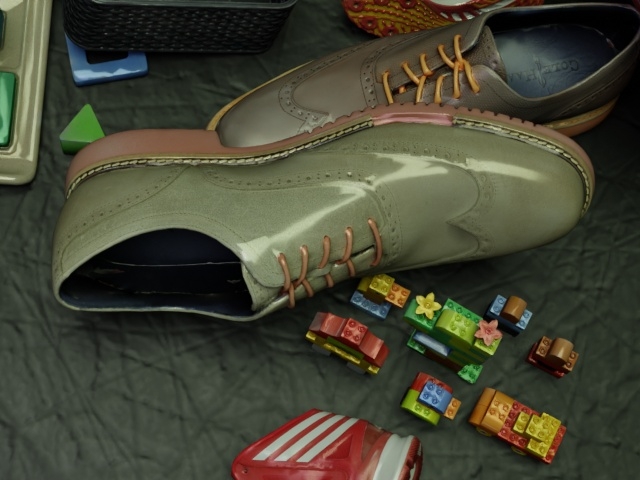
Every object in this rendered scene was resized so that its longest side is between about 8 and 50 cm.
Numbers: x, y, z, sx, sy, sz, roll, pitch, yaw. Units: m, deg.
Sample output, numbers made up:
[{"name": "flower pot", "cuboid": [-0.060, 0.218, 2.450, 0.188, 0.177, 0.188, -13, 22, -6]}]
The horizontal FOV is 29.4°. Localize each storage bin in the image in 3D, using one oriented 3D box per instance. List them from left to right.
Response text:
[{"name": "storage bin", "cuboid": [-0.116, -0.225, 0.988, 0.180, 0.084, 0.122, -2, 74, -18]}]

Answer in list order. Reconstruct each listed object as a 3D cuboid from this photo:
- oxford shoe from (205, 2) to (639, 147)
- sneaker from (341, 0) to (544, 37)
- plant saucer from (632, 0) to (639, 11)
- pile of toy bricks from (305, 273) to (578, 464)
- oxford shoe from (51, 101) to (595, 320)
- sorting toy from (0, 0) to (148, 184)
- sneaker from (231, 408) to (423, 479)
[{"name": "oxford shoe", "cuboid": [0.082, -0.125, 0.970, 0.363, 0.133, 0.130, -17, 76, -11]}, {"name": "sneaker", "cuboid": [0.102, -0.210, 1.046, 0.175, 0.064, 0.067, -4, 52, -11]}, {"name": "plant saucer", "cuboid": [0.278, -0.191, 0.972, 0.047, 0.259, 0.258, -27, 76, 17]}, {"name": "pile of toy bricks", "cuboid": [0.105, 0.078, 0.926, 0.212, 0.105, 0.118, 27, 72, 2]}, {"name": "oxford shoe", "cuboid": [0.000, 0.000, 0.881, 0.397, 0.140, 0.146, -6, 40, 9]}, {"name": "sorting toy", "cuboid": [-0.314, -0.144, 0.977, 0.347, 0.047, 0.196, 3, 73, -5]}, {"name": "sneaker", "cuboid": [-0.018, 0.229, 0.896, 0.128, 0.087, 0.221, 19, 73, 19]}]
